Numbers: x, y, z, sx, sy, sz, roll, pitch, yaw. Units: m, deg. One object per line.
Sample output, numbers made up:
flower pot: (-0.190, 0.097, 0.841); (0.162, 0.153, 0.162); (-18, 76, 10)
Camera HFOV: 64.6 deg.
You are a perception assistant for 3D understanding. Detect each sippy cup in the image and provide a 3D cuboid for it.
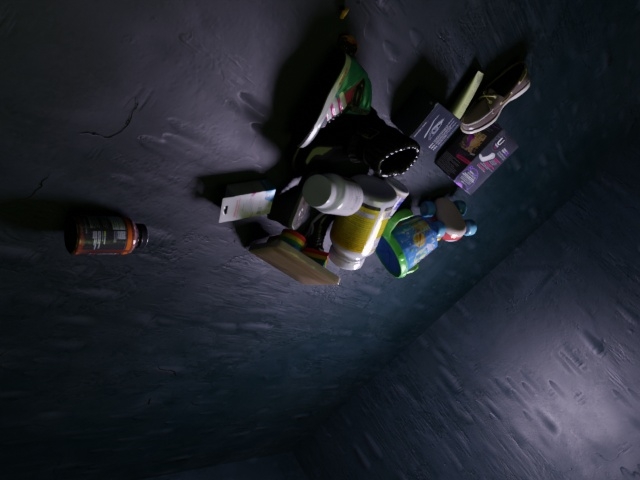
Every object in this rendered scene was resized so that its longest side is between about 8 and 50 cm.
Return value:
sippy cup: (0.371, 0.007, 2.178); (0.224, 0.240, 0.305); (-29, 171, -13)

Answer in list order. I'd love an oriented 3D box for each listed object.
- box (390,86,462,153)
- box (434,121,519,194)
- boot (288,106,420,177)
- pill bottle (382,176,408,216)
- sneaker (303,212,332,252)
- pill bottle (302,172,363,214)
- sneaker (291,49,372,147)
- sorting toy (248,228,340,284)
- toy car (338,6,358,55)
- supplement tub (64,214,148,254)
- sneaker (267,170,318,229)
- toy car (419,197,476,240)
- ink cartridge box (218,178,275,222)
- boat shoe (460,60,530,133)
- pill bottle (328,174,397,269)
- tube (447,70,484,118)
box: (0.370, -0.412, 1.758); (0.153, 0.108, 0.207); (-50, 146, 19)
box: (0.627, -0.347, 2.040); (0.270, 0.143, 0.165); (-47, 137, 17)
boot: (0.099, -0.264, 1.541); (0.348, 0.260, 0.131); (-33, 148, -7)
pill bottle: (0.247, -0.147, 1.975); (0.112, 0.112, 0.187); (5, 130, -47)
sneaker: (0.000, 0.000, 1.914); (0.079, 0.121, 0.217); (6, 129, -49)
pill bottle: (0.039, -0.151, 1.651); (0.131, 0.131, 0.229); (-49, 160, 18)
sneaker: (0.049, -0.385, 1.479); (0.178, 0.124, 0.296); (12, 123, -39)
sorting toy: (-0.081, 0.054, 1.757); (0.257, 0.255, 0.089); (34, 70, -23)
toy car: (0.083, -0.558, 1.347); (0.041, 0.060, 0.122); (-58, 166, -30)
supplement tub: (-0.570, -0.013, 1.360); (0.197, 0.106, 0.106); (1, 132, -45)
sneaker: (-0.095, -0.155, 1.674); (0.222, 0.118, 0.083); (-66, 157, -8)
toy car: (0.541, -0.054, 2.317); (0.219, 0.210, 0.238); (-4, 149, -27)
ink cartridge box: (-0.240, -0.125, 1.577); (0.181, 0.062, 0.104); (-14, 141, -33)
boat shoe: (0.640, -0.529, 1.871); (0.324, 0.116, 0.097); (-40, 144, -2)
pill bottle: (0.143, -0.061, 1.885); (0.187, 0.188, 0.334); (-9, 132, -37)
tube: (0.511, -0.501, 1.835); (0.062, 0.070, 0.240); (21, 118, -20)
